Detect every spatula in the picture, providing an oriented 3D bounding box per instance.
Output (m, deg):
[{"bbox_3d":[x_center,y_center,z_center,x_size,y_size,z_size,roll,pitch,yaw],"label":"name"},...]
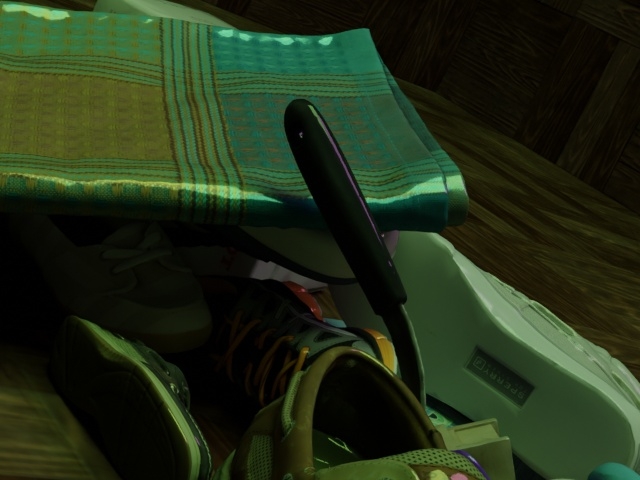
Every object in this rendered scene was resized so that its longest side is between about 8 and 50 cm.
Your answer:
[{"bbox_3d":[0.040,0.059,0.658,0.030,0.084,0.296,-11,74,-37],"label":"spatula"}]

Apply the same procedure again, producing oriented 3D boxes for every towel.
[{"bbox_3d":[-0.113,-0.088,0.786,0.370,0.040,0.271,3,29,-14],"label":"towel"}]

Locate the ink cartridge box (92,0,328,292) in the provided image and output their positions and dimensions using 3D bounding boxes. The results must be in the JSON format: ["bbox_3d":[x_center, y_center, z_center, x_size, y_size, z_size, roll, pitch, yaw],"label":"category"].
[{"bbox_3d":[-0.082,-0.079,1.054,0.232,0.171,0.168,32,14,22],"label":"ink cartridge box"}]

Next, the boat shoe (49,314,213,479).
[{"bbox_3d":[-0.092,0.083,0.659,0.049,0.056,0.152,8,21,-39],"label":"boat shoe"}]

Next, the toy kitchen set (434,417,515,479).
[{"bbox_3d":[0.075,0.156,0.730,0.083,0.075,0.068,-11,16,-4],"label":"toy kitchen set"}]

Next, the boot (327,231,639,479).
[{"bbox_3d":[0.120,0.076,0.857,0.258,0.095,0.123,43,13,22],"label":"boot"}]

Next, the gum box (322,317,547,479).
[{"bbox_3d":[0.080,0.116,0.885,0.184,0.041,0.157,13,19,-46],"label":"gum box"}]

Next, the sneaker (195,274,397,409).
[{"bbox_3d":[-0.025,0.075,0.776,0.083,0.084,0.215,18,5,-29],"label":"sneaker"}]

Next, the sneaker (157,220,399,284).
[{"bbox_3d":[-0.090,-0.033,0.891,0.131,0.148,0.350,-18,40,-42],"label":"sneaker"}]

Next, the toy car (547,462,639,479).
[{"bbox_3d":[0.196,0.173,0.669,0.182,0.136,0.159,19,15,-27],"label":"toy car"}]

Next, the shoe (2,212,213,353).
[{"bbox_3d":[-0.146,0.005,0.806,0.076,0.058,0.219,-21,37,-35],"label":"shoe"}]

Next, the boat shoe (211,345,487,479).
[{"bbox_3d":[0.024,0.140,0.512,0.122,0.120,0.324,20,14,-22],"label":"boat shoe"}]
